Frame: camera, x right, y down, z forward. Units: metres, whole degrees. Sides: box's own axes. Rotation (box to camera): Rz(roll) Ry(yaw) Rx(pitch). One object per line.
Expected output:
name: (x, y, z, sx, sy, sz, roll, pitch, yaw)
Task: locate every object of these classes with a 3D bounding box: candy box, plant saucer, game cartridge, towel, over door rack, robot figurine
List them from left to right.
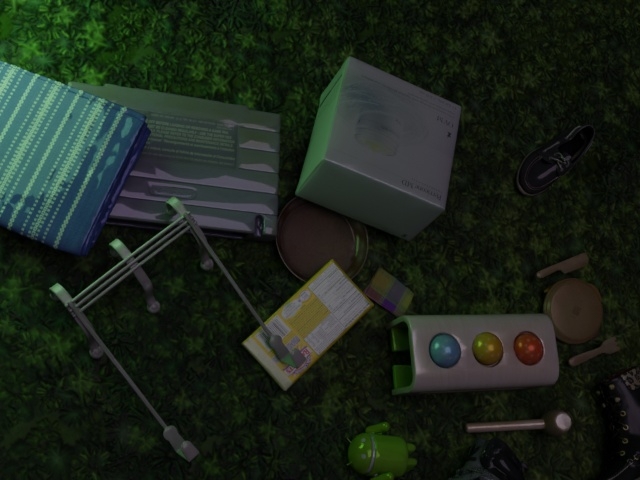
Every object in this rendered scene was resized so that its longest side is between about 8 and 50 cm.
towel: (-0.453, -0.137, 1.309, 0.335, 0.040, 0.243, 22, 74, 1)
game cartridge: (-0.241, -0.127, 1.414, 0.354, 0.068, 0.230, 7, 68, -18)
over door rack: (-0.218, 0.133, 1.316, 0.239, 0.108, 0.324, -40, 98, -20)
candy box: (-0.020, 0.136, 1.416, 0.206, 0.027, 0.105, -42, 95, -15)
plant saucer: (0.000, 0.000, 1.481, 0.168, 0.029, 0.169, 6, 72, -18)
robot figurine: (0.095, 0.345, 1.394, 0.115, 0.067, 0.101, 11, 53, -16)
towel: (0.119, 0.091, 1.509, 0.083, 0.009, 0.060, 35, 65, -9)

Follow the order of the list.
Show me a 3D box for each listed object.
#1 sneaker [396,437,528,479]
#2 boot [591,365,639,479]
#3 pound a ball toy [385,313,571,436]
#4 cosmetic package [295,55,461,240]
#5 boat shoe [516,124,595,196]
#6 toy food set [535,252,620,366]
sneaker: (0.227, 0.391, 1.412, 0.268, 0.101, 0.153, 19, 61, -18)
boot: (0.529, 0.341, 1.550, 0.236, 0.085, 0.179, -20, 80, -31)
pound a ball toy: (0.284, 0.228, 1.462, 0.319, 0.136, 0.208, 2, 74, -19)
cosmetic package: (0.102, -0.155, 1.488, 0.224, 0.138, 0.225, 21, 61, -14)
boat shoe: (0.456, -0.161, 1.678, 0.206, 0.065, 0.075, -39, 91, -25)
toy food set: (0.470, 0.131, 1.619, 0.132, 0.038, 0.192, -17, 87, -17)
